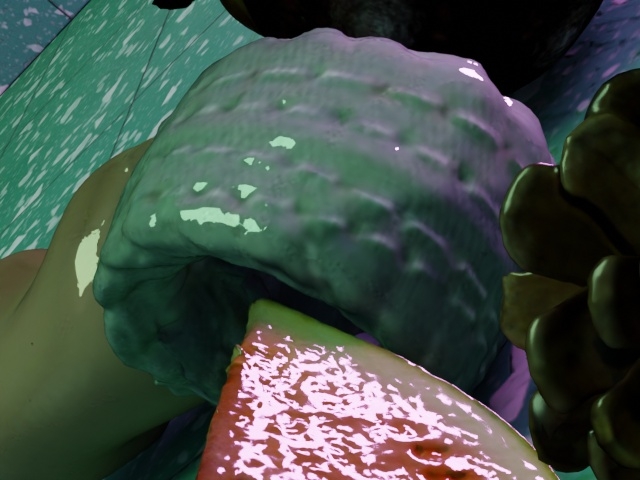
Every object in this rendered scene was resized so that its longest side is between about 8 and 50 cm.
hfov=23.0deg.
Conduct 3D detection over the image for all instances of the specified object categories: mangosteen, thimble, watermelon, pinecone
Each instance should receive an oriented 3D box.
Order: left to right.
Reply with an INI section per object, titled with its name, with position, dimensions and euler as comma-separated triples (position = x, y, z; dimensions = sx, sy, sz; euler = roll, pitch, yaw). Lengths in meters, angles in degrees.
[thimble]
position = 0.000, 0.000, 0.827
dimensions = 0.250, 0.205, 0.172
euler = -15, 39, 51
[watermelon]
position = 0.014, 0.169, 0.614
dimensions = 0.303, 0.159, 0.128
euler = -80, 5, -53
[mangosteen]
position = 0.050, -0.236, 0.998
dimensions = 0.297, 0.313, 0.297
euler = -45, 8, 8
[pinecone]
position = 0.149, 0.018, 0.545
dimensions = 0.179, 0.150, 0.195
euler = -55, 28, -3

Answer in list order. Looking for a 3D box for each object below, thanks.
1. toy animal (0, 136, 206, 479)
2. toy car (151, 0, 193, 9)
[toy animal]
position = -0.154, 0.058, 1.106
dimensions = 0.256, 0.195, 0.213
euler = -40, 13, 36
[toy car]
position = -0.003, -0.276, 1.283
dimensions = 0.213, 0.359, 0.176
euler = -41, 51, 30
